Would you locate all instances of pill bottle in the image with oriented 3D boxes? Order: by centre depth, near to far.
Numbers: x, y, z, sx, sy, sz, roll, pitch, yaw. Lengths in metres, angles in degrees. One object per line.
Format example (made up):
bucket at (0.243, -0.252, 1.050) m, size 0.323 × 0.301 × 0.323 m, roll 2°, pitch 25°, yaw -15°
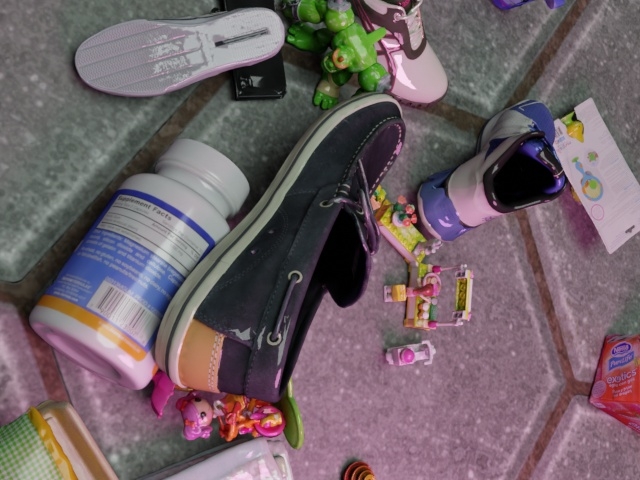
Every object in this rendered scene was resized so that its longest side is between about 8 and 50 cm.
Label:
pill bottle at (-0.196, 0.020, 1.056) m, size 0.152 × 0.152 × 0.272 m, roll 41°, pitch 64°, yaw -23°

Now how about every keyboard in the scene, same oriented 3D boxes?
keyboard at (-0.106, -0.277, 1.223) m, size 0.108 × 0.023 × 0.180 m, roll -7°, pitch 88°, yaw -32°

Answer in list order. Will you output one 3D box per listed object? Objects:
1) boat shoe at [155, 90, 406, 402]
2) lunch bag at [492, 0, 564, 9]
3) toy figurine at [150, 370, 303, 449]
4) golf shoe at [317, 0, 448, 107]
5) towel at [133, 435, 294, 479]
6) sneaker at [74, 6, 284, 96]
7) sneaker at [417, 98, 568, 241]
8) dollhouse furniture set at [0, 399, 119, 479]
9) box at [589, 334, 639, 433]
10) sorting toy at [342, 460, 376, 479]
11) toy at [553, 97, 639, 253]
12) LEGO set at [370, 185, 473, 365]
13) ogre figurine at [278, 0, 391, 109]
boat shoe at (0.000, 0.000, 1.102) m, size 0.500 × 0.156 × 0.187 m, roll -54°, pitch 158°, yaw -40°
lunch bag at (0.307, -0.491, 1.399) m, size 0.138 × 0.221 × 0.293 m, roll -32°, pitch 102°, yaw -32°
toy figurine at (-0.122, 0.190, 1.105) m, size 0.159 × 0.130 × 0.173 m, roll -11°, pitch 61°, yaw -21°
golf shoe at (0.104, -0.298, 1.308) m, size 0.273 × 0.120 × 0.105 m, roll 44°, pitch 62°, yaw -23°
towel at (-0.168, 0.431, 1.067) m, size 0.374 × 0.090 × 0.321 m, roll -16°, pitch 93°, yaw -33°
sneaker at (-0.173, -0.231, 1.140) m, size 0.258 × 0.091 × 0.094 m, roll -11°, pitch 98°, yaw -13°
sneaker at (0.301, -0.110, 1.367) m, size 0.315 × 0.182 × 0.127 m, roll -41°, pitch 107°, yaw -38°
dollhouse furniture set at (-0.247, 0.324, 0.884) m, size 0.197 × 0.151 × 0.302 m, roll -35°, pitch 102°, yaw -29°
box at (0.596, 0.268, 1.564) m, size 0.257 × 0.122 × 0.128 m, roll 32°, pitch 68°, yaw -26°
sorting toy at (0.048, 0.351, 1.244) m, size 0.061 × 0.042 × 0.102 m, roll 20°, pitch 74°, yaw -30°
toy at (0.461, -0.108, 1.558) m, size 0.137 × 0.056 × 0.237 m, roll -32°, pitch 97°, yaw -28°
LEGO set at (0.139, 0.031, 1.300) m, size 0.132 × 0.107 × 0.287 m, roll -15°, pitch 93°, yaw -34°
ogre figurine at (0.027, -0.256, 1.251) m, size 0.096 × 0.118 × 0.197 m, roll -17°, pitch 94°, yaw -33°
